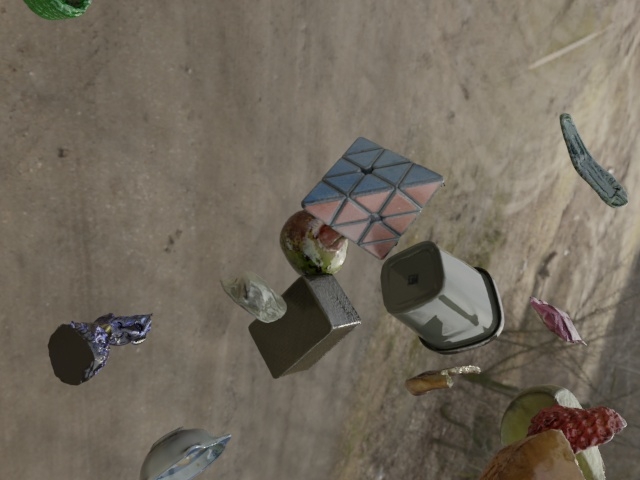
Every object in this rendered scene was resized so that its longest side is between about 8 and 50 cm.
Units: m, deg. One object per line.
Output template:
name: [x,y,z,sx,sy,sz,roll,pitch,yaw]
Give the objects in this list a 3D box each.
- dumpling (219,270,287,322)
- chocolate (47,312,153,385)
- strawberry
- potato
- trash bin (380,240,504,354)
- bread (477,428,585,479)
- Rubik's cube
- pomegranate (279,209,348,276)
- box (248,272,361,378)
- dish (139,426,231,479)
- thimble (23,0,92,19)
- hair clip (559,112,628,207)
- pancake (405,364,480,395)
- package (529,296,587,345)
dumpling: [-0.175,0.144,1.558,0.092,0.176,0.150,-42,-176,10]
chocolate: [-0.490,0.217,1.380,0.148,0.126,0.343,-35,-179,9]
strawberry: [0.560,0.420,1.370,0.190,0.111,0.236,-8,153,-45]
potato: [0.609,0.461,1.560,0.112,0.269,0.255,-39,130,-40]
trash bin: [0.291,0.137,1.497,0.250,0.219,0.220,34,38,-41]
bread: [0.336,0.483,0.972,0.194,0.179,0.340,106,-27,-83]
Rubik's cube: [0.119,-0.102,1.397,0.229,0.233,0.228,-55,177,2]
pomegranate: [0.000,0.000,1.740,0.214,0.248,0.214,9,72,-30]
box: [-0.050,0.237,1.696,0.143,0.184,0.273,-1,142,-51]
dish: [-0.322,0.475,1.349,0.236,0.086,0.228,-26,154,-26]
thimble: [-0.514,-0.492,1.172,0.130,0.090,0.118,15,83,-61]
hair clip: [0.552,-0.161,1.241,0.066,0.036,0.229,-35,91,-20]
pancake: [0.307,0.379,1.625,0.257,0.212,0.056,13,61,-52]
package: [0.318,0.110,0.810,0.059,0.083,0.029,17,118,-46]
